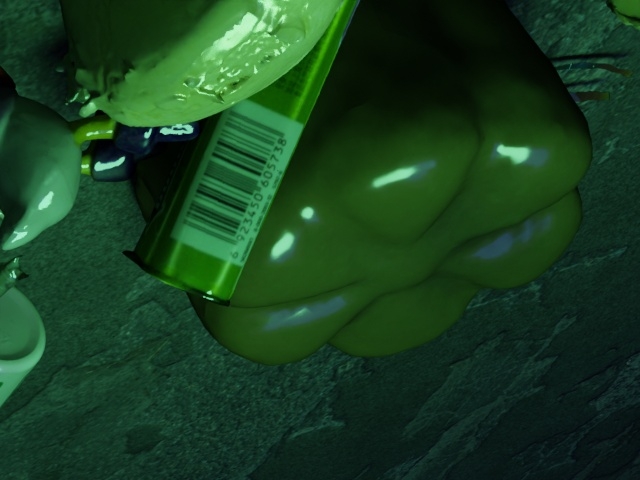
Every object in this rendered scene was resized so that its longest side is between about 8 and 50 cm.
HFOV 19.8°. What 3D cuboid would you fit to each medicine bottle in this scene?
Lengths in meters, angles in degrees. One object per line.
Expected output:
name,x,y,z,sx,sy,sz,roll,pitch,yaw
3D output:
medicine bottle,-0.413,0.162,1.980,0.133,0.133,0.274,-3,144,-44

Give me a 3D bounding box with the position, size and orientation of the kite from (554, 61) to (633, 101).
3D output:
kite,0.196,-0.160,2.142,0.360,0.022,0.204,-3,146,-36

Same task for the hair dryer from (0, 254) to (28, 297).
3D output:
hair dryer,-0.408,0.111,1.831,0.357,0.173,0.107,-38,156,23

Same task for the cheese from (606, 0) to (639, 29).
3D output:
cheese,0.406,-0.276,2.051,0.123,0.094,0.167,-44,152,27

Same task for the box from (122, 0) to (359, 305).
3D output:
box,-0.063,-0.118,1.625,0.097,0.134,0.346,23,93,-16

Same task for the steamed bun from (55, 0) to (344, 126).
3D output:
steamed bun,-0.087,-0.214,1.487,0.273,0.232,0.166,-39,148,25

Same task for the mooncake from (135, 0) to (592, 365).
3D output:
mooncake,0.044,-0.063,1.882,0.467,0.262,0.467,-21,156,-10

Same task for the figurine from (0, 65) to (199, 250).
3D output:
figurine,-0.316,-0.079,1.537,0.420,0.193,0.154,2,156,-20

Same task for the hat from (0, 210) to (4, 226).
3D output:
hat,-0.392,-0.024,1.723,0.219,0.164,0.226,-32,-164,-12
